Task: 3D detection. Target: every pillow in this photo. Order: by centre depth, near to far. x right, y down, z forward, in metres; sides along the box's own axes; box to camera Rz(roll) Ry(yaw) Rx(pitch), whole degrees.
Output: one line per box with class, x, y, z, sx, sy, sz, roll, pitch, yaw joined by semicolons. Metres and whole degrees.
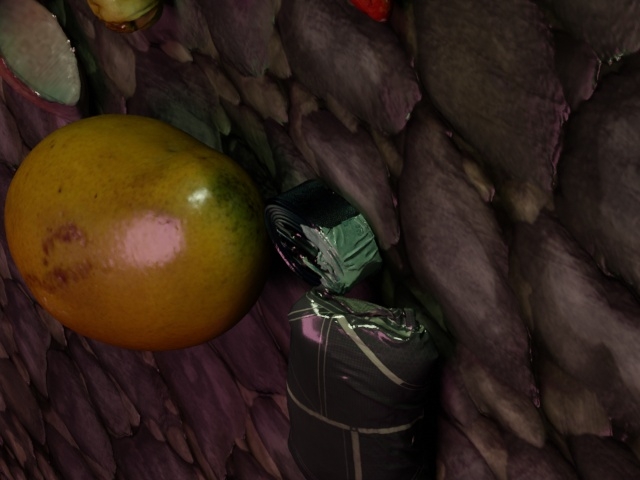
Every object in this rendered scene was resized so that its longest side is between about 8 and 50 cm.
pillow;0.040;0.167;1.826;0.161;0.092;0.335;22;140;18

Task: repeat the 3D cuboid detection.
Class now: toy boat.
toy boat;-0.362;-0.218;2.237;0.206;0.096;0.282;51;166;-12

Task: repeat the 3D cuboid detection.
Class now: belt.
belt;0.000;0.000;1.793;0.140;0.058;0.105;31;145;46

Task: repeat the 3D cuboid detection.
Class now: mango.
mango;-0.186;-0.008;1.954;0.378;0.221;0.264;0;113;53

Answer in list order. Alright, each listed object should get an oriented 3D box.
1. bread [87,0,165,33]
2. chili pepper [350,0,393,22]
bread;-0.235;-0.337;1.853;0.098;0.087;0.269;-4;113;59
chili pepper;0.023;-0.254;1.496;0.169;0.065;0.088;66;171;-22
